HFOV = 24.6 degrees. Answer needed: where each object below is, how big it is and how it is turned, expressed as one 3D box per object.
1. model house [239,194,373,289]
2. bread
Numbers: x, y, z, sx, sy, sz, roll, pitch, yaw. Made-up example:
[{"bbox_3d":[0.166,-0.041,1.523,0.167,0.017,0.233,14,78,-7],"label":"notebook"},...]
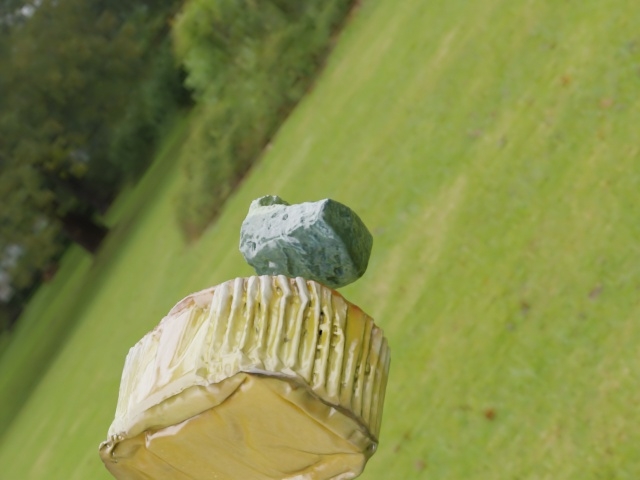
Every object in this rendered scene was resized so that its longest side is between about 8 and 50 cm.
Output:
[{"bbox_3d":[0.000,0.000,1.008,0.083,0.078,0.066,-15,46,43],"label":"model house"},{"bbox_3d":[-0.045,0.095,0.904,0.190,0.132,0.114,-33,34,37],"label":"bread"}]
